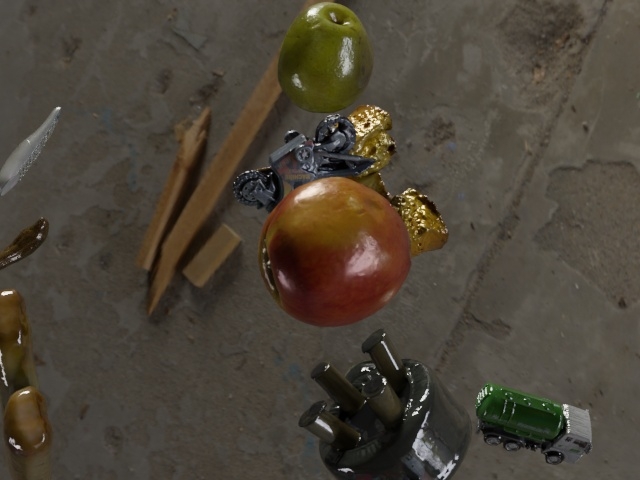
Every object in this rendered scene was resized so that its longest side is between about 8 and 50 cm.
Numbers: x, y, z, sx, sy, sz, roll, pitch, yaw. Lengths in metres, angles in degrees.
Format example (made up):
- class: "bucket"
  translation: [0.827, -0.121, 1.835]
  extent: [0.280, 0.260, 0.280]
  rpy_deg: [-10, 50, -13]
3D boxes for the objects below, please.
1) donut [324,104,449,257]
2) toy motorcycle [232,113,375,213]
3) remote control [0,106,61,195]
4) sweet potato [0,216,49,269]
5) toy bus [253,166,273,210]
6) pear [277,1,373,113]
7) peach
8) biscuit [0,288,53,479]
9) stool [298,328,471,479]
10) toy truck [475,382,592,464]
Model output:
- class: "donut"
  translation: [0.135, -0.124, 1.896]
  extent: [0.163, 0.377, 0.435]
  rpy_deg: [-29, 88, -16]
- class: "toy motorcycle"
  translation: [-0.036, -0.145, 1.564]
  extent: [0.307, 0.173, 0.108]
  rpy_deg: [-32, 30, 2]
- class: "remote control"
  translation: [-0.612, -0.189, 1.484]
  extent: [0.073, 0.044, 0.229]
  rpy_deg: [-38, 26, 60]
- class: "sweet potato"
  translation: [-0.674, 0.019, 1.582]
  extent: [0.182, 0.053, 0.054]
  rpy_deg: [-41, 28, -10]
- class: "toy bus"
  translation: [-0.124, -0.144, 1.951]
  extent: [0.098, 0.201, 0.114]
  rpy_deg: [-9, 89, 10]
- class: "pear"
  translation: [0.017, -0.229, 0.916]
  extent: [0.104, 0.141, 0.141]
  rpy_deg: [31, 88, 22]
- class: "peach"
  translation: [0.030, 0.019, 1.223]
  extent: [0.281, 0.281, 0.238]
  rpy_deg: [-56, 27, 0]
- class: "biscuit"
  translation: [-0.428, 0.223, 1.008]
  extent: [0.290, 0.062, 0.236]
  rpy_deg: [-53, 52, 56]
- class: "stool"
  translation: [0.053, 0.191, 0.775]
  extent: [0.153, 0.139, 0.228]
  rpy_deg: [-45, 18, -19]
- class: "toy truck"
  translation: [0.432, 0.369, 1.457]
  extent: [0.243, 0.125, 0.101]
  rpy_deg: [17, 43, -2]
